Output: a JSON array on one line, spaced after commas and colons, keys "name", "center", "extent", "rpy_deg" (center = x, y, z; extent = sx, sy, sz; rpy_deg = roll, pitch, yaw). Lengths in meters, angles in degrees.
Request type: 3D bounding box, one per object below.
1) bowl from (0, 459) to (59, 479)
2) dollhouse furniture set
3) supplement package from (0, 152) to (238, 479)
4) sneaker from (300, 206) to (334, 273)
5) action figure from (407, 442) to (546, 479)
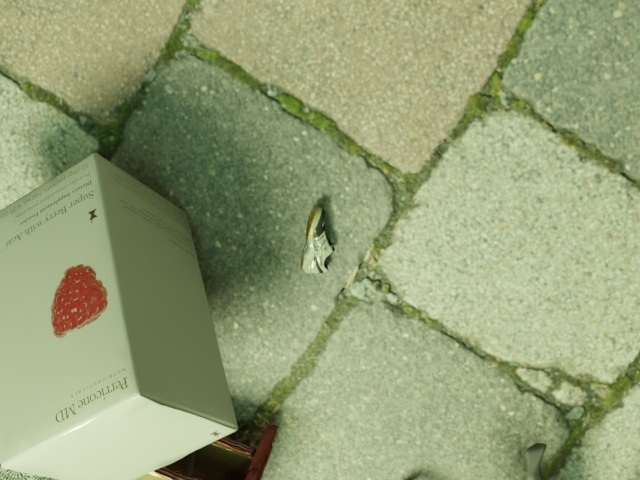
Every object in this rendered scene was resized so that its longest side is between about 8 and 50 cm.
[{"name": "bowl", "center": [-0.394, 0.263, 1.176], "extent": [0.170, 0.080, 0.170], "rpy_deg": [3, 106, 9]}, {"name": "dollhouse furniture set", "center": [-0.211, 0.376, 1.164], "extent": [0.201, 0.152, 0.374], "rpy_deg": [22, 125, 3]}, {"name": "supplement package", "center": [-0.234, 0.091, 0.975], "extent": [0.177, 0.175, 0.293], "rpy_deg": [-29, 58, 15]}, {"name": "sneaker", "center": [0.000, 0.000, 1.064], "extent": [0.037, 0.032, 0.083], "rpy_deg": [7, 112, -7]}, {"name": "action figure", "center": [0.198, 0.443, 1.081], "extent": [0.341, 0.178, 0.330], "rpy_deg": [-25, 91, 15]}]
